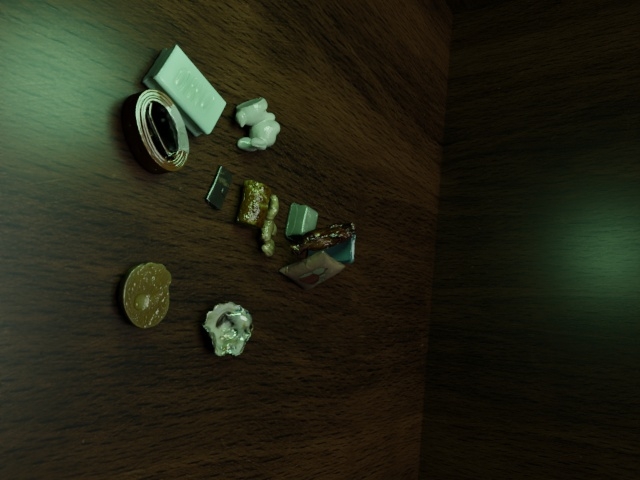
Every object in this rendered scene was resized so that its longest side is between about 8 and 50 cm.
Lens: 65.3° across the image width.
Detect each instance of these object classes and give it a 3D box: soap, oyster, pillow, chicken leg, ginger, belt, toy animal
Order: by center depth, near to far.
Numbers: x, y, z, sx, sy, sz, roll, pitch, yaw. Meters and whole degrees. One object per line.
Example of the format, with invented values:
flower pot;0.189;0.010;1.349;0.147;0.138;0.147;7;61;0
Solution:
belt;-0.522;-0.346;1.596;0.184;0.105;0.262;-43;122;-43
soap;-0.456;-0.503;1.699;0.265;0.087;0.160;48;52;-44
oyster;-0.348;0.324;1.867;0.214;0.083;0.223;-53;126;-45
toy animal;-0.254;-0.450;1.952;0.178;0.127;0.193;-35;120;-47
ginger;-0.208;-0.056;2.056;0.149;0.065;0.259;95;-1;-75
chicken leg;0.000;0.000;2.130;0.406;0.157;0.096;-19;100;-45
pillow;-0.033;0.130;2.213;0.223;0.236;0.084;42;24;-53

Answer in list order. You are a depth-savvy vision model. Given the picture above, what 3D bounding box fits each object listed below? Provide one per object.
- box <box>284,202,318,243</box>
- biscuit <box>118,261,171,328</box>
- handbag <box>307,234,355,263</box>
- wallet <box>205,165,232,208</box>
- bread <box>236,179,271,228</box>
box;-0.079;-0.077;2.231;0.124;0.092;0.172;28;68;-51
biscuit;-0.561;0.173;1.589;0.180;0.049;0.208;5;86;-55
handbag;0.050;0.031;2.305;0.057;0.220;0.144;23;70;-62
wallet;-0.378;-0.196;1.873;0.082;0.018;0.157;46;54;-45
bread;-0.261;-0.139;1.965;0.132;0.103;0.172;22;77;-52
